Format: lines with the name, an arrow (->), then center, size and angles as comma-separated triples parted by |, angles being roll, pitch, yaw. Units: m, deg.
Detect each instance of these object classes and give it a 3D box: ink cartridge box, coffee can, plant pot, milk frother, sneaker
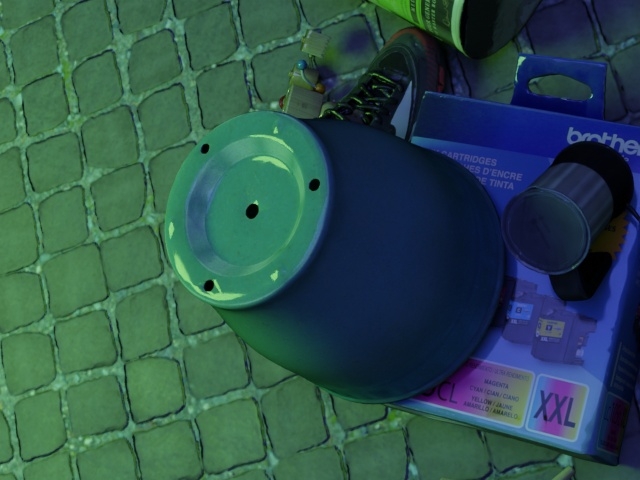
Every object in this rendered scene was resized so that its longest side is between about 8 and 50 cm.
ink cartridge box -> 0.214, 0.008, 1.342 | 0.270, 0.151, 0.395 | 12, 80, 24
coffee can -> 0.108, -0.354, 1.440 | 0.275, 0.201, 0.201 | 33, 91, 25
plant pot -> 0.000, 0.000, 1.213 | 0.272, 0.255, 0.271 | -11, 69, 30
milk frother -> 0.262, -0.025, 1.162 | 0.143, 0.135, 0.129 | -27, 97, 37
sneaker -> 0.055, -0.127, 1.444 | 0.098, 0.135, 0.276 | 25, 86, 27

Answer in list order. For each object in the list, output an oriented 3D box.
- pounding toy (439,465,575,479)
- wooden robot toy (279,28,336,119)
pounding toy -> 0.177, 0.297, 1.291 | 0.141, 0.100, 0.130 | 6, 40, 23
wooden robot toy -> -0.006, -0.160, 1.528 | 0.079, 0.076, 0.173 | 16, 82, -11
